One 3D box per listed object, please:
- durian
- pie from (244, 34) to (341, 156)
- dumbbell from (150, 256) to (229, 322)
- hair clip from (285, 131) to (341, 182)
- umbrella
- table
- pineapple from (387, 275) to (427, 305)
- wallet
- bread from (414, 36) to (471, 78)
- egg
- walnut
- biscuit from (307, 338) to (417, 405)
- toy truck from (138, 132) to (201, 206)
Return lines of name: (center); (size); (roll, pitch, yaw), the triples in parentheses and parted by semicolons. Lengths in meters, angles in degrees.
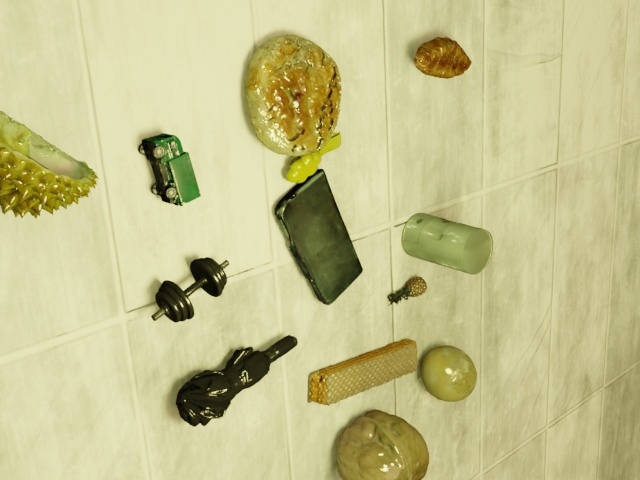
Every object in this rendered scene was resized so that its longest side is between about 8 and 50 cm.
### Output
durian: (-0.515, -0.138, 1.319); (0.306, 0.172, 0.167); (28, 59, -35)
pie: (-0.057, -0.319, 1.725); (0.274, 0.055, 0.274); (-4, 97, -38)
dumbbell: (-0.272, 0.103, 1.637); (0.208, 0.099, 0.099); (-39, 125, -30)
hair clip: (-0.018, -0.194, 1.817); (0.173, 0.046, 0.072); (-45, 151, -27)
umbrella: (-0.182, 0.308, 1.776); (0.340, 0.118, 0.118); (-28, 119, -36)
table: (0.337, 0.007, 2.083); (0.126, 0.220, 0.127); (-13, 111, -37)
pineapple: (0.236, 0.140, 2.148); (0.124, 0.058, 0.058); (-18, 114, -31)
wallet: (0.000, 0.000, 1.893); (0.172, 0.045, 0.318); (-45, 127, -28)
bread: (0.307, -0.478, 2.016); (0.233, 0.076, 0.105); (-9, 120, -48)
egg: (0.379, 0.393, 2.271); (0.164, 0.164, 0.201); (-58, 137, -14)
walnut: (0.167, 0.586, 2.091); (0.248, 0.248, 0.249); (-14, 111, -39)
biscuit: (0.126, 0.353, 2.101); (0.378, 0.054, 0.094); (-11, 109, -40)
toy truck: (-0.305, -0.144, 1.560); (0.079, 0.065, 0.147); (-33, 123, -34)
